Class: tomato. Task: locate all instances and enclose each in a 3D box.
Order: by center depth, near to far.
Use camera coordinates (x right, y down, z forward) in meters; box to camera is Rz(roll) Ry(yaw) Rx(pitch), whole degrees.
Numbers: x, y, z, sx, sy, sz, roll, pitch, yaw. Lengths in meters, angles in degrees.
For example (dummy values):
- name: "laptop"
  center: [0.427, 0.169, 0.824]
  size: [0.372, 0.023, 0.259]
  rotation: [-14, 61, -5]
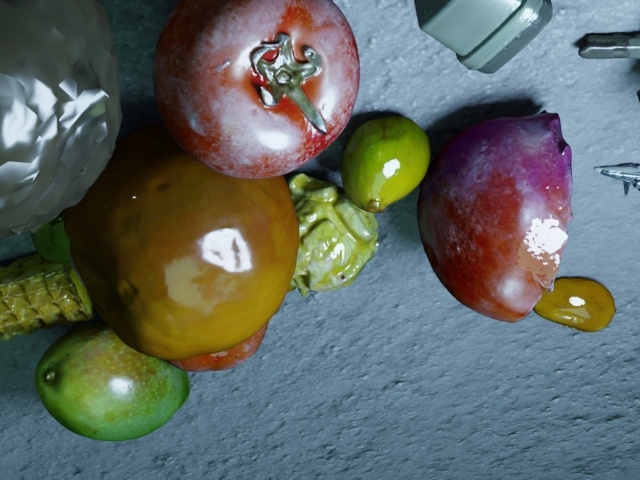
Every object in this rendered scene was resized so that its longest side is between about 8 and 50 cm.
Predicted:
- name: "tomato"
  center: [-0.090, -0.212, 1.636]
  size: [0.270, 0.270, 0.227]
  rotation: [17, 179, -31]
- name: "tomato"
  center: [0.248, -0.038, 1.910]
  size: [0.176, 0.290, 0.335]
  rotation: [7, 148, -16]
- name: "tomato"
  center: [-0.185, 0.108, 2.068]
  size: [0.208, 0.184, 0.208]
  rotation: [-7, 132, -8]

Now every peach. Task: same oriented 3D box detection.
- name: "peach"
  center: [-0.186, -0.004, 1.822]
  size: [0.301, 0.343, 0.343]
  rotation: [-29, 150, -26]

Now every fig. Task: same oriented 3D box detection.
- name: "fig"
  center: [0.095, -0.118, 1.908]
  size: [0.136, 0.121, 0.153]
  rotation: [20, 109, -37]

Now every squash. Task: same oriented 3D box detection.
- name: "squash"
  center: [-0.402, -0.034, 1.929]
  size: [0.090, 0.075, 0.200]
  rotation: [15, 159, -3]

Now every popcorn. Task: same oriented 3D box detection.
- name: "popcorn"
  center: [-0.001, -0.001, 1.978]
  size: [0.167, 0.185, 0.187]
  rotation: [27, 162, 9]

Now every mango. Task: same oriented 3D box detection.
- name: "mango"
  center: [-0.333, 0.242, 2.159]
  size: [0.225, 0.201, 0.382]
  rotation: [-4, 169, 18]
- name: "mango"
  center: [0.468, 0.119, 2.324]
  size: [0.159, 0.084, 0.105]
  rotation: [5, 134, -20]

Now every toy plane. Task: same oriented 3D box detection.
- name: "toy plane"
  center: [0.569, -0.091, 2.088]
  size: [0.234, 0.082, 0.160]
  rotation: [-5, 169, -8]

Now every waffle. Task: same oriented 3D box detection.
- name: "waffle"
  center: [-0.496, 0.098, 2.083]
  size: [0.211, 0.055, 0.160]
  rotation: [-15, 143, 2]

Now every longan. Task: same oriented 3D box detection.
- name: "longan"
  center: [-0.416, -0.174, 1.493]
  size: [0.391, 0.391, 0.391]
  rotation: [-7, 142, -5]

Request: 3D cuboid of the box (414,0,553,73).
- name: "box"
  center: [0.197, -0.326, 1.591]
  size: [0.129, 0.210, 0.148]
  rotation: [27, 129, -28]

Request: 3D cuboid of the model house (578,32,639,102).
- name: "model house"
  center: [0.515, -0.211, 1.818]
  size: [0.278, 0.218, 0.205]
  rotation: [0, 140, -6]
